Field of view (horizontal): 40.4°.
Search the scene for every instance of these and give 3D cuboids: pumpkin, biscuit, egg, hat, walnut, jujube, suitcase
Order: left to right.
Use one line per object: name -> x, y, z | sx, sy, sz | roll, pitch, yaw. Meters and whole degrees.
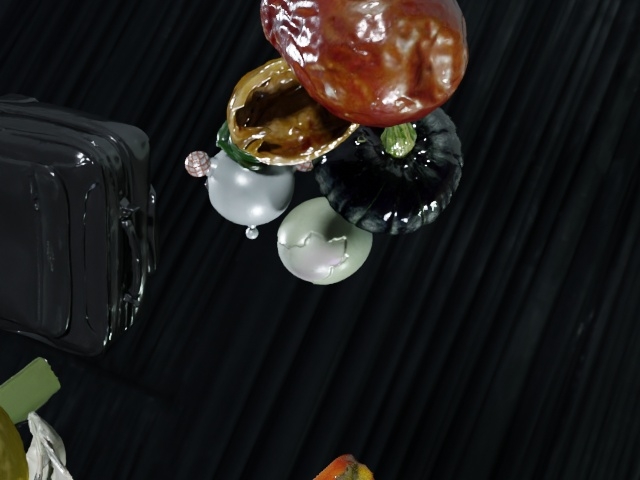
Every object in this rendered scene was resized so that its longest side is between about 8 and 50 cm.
biscuit -> -0.687, 0.376, 1.818 | 0.038, 0.322, 0.099 | 2, 126, 47
hat -> -0.518, 0.465, 1.662 | 0.226, 0.219, 0.164 | 29, -177, 18
suitcase -> -0.402, -0.024, 1.295 | 0.339, 0.345, 0.188 | 14, -154, 17
walnut -> -0.031, -0.200, 1.224 | 0.087, 0.211, 0.167 | -106, -9, -50
egg -> 0.000, 0.000, 1.804 | 0.183, 0.183, 0.217 | 13, -168, 41
jujube -> 0.041, -0.229, 0.962 | 0.255, 0.190, 0.190 | 38, 178, 34
pumpkin -> 0.138, -0.159, 1.652 | 0.296, 0.296, 0.296 | 23, 168, 5

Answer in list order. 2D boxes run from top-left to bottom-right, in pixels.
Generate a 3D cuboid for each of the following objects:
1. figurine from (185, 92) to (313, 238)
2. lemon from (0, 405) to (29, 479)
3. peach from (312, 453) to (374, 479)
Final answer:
figurine -> -0.139, -0.162, 1.815 | 0.281, 0.167, 0.370 | -3, 142, -11
lemon -> -0.310, 0.181, 0.639 | 0.187, 0.187, 0.244 | 31, -164, -31
peach -> 0.016, 0.586, 1.648 | 0.201, 0.362, 0.257 | -32, 127, 24
